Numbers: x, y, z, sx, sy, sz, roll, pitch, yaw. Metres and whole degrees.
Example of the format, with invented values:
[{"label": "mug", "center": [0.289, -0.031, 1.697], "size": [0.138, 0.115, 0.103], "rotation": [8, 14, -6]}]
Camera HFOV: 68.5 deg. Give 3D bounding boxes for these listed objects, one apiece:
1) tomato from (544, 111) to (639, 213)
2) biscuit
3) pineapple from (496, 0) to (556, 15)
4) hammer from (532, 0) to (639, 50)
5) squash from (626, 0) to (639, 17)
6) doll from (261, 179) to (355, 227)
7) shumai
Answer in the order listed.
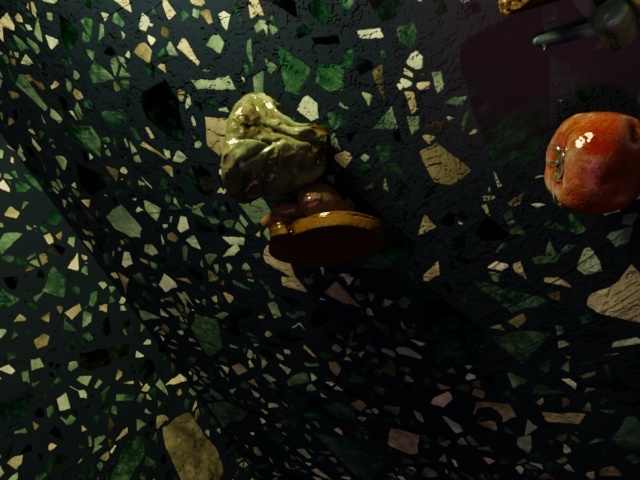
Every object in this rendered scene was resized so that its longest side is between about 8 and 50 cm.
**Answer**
[{"label": "tomato", "center": [0.608, -0.170, 1.033], "size": [0.189, 0.232, 0.232], "rotation": [5, 124, 4]}, {"label": "biscuit", "center": [0.000, -0.009, 1.418], "size": [0.350, 0.070, 0.394], "rotation": [16, 155, -38]}, {"label": "pineapple", "center": [0.380, -0.633, 0.900], "size": [0.166, 0.165, 0.364], "rotation": [-10, 107, 32]}, {"label": "hammer", "center": [0.543, -0.431, 0.979], "size": [0.194, 0.116, 0.069], "rotation": [5, 85, 45]}, {"label": "squash", "center": [0.717, -0.505, 0.780], "size": [0.233, 0.210, 0.309], "rotation": [45, 117, 21]}, {"label": "doll", "center": [-0.060, -0.111, 1.481], "size": [0.303, 0.201, 0.156], "rotation": [-13, 73, 39]}, {"label": "shumai", "center": [-0.107, -0.246, 1.318], "size": [0.264, 0.304, 0.309], "rotation": [6, 125, 11]}]
